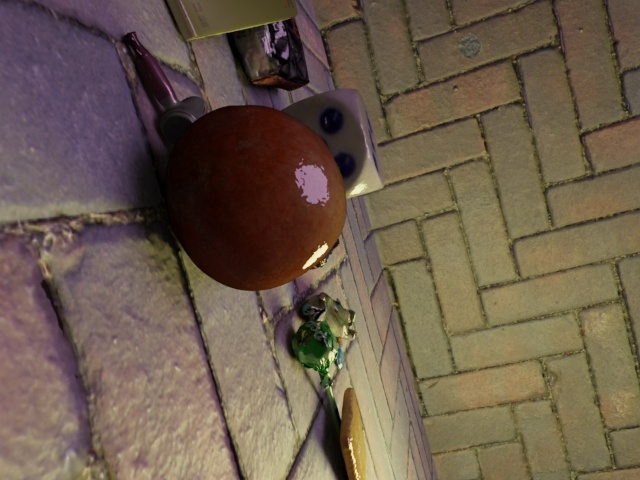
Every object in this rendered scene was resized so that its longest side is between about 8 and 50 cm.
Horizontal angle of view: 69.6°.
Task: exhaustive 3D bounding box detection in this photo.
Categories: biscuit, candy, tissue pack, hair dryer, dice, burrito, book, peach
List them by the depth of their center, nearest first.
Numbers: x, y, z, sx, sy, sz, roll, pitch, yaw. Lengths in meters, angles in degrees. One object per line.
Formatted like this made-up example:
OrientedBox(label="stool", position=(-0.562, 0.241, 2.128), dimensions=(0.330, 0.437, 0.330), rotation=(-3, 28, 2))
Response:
OrientedBox(label="peach", position=(-0.084, -0.061, 0.611), dimensions=(0.252, 0.253, 0.252), rotation=(-14, 90, -76))
OrientedBox(label="hair dryer", position=(-0.214, -0.215, 0.638), dimensions=(0.106, 0.054, 0.154), rotation=(-93, 159, -53))
OrientedBox(label="book", position=(-0.177, -0.517, 0.855), dimensions=(0.352, 0.035, 0.239), rotation=(-46, 121, -48))
OrientedBox(label="candy", position=(0.013, 0.304, 0.971), dimensions=(0.097, 0.097, 0.323), rotation=(-81, 160, -58))
OrientedBox(label="biscuit", position=(0.076, 0.475, 1.041), dimensions=(0.160, 0.030, 0.249), rotation=(-77, 159, -59))
OrientedBox(label="burrito", position=(0.024, 0.188, 1.125), dimensions=(0.309, 0.066, 0.096), rotation=(39, 41, -63))
OrientedBox(label="tissue pack", position=(-0.120, -0.496, 1.129), dimensions=(0.332, 0.123, 0.244), rotation=(-53, 125, -72))
OrientedBox(label="dice", position=(0.020, -0.221, 1.168), dimensions=(0.259, 0.243, 0.251), rotation=(-29, 104, -73))

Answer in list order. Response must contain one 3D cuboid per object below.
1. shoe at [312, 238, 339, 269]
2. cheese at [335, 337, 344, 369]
OrientedBox(label="shoe", position=(-0.001, 0.000, 1.130), dimensions=(0.125, 0.099, 0.227), rotation=(63, 22, -17))
OrientedBox(label="cheese", position=(0.051, 0.297, 1.221), dimensions=(0.111, 0.017, 0.047), rotation=(-82, 157, -58))
